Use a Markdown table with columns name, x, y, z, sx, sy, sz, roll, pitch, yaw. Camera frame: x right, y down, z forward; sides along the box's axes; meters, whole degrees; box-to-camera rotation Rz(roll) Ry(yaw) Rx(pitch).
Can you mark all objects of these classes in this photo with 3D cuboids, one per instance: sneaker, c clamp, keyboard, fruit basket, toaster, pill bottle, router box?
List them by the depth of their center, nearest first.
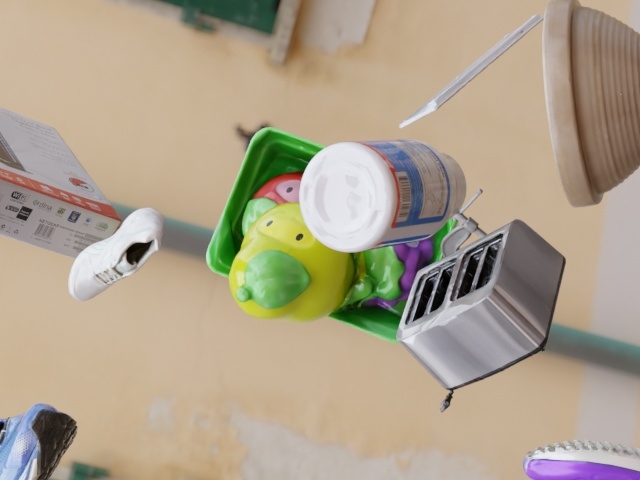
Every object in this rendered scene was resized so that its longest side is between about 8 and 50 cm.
| name | x | y | z | sx | sy | sz | roll | pitch | yaw |
| --- | --- | --- | --- | --- | --- | --- | --- | --- | --- |
| pill bottle | 0.081 | -0.055 | 1.651 | 0.221 | 0.124 | 0.124 | -8 | -61 | -59 |
| sneaker | -0.401 | 0.259 | 1.655 | 0.330 | 0.147 | 0.130 | -36 | 19 | 45 |
| sneaker | -0.248 | 0.024 | 1.716 | 0.152 | 0.053 | 0.061 | -41 | 30 | 17 |
| sneaker | 0.385 | 0.325 | 1.718 | 0.102 | 0.293 | 0.146 | 24 | -106 | -81 |
| toaster | 0.193 | 0.084 | 1.720 | 0.168 | 0.110 | 0.186 | -31 | 25 | 39 |
| keyboard | 0.190 | -0.211 | 1.769 | 0.256 | 0.014 | 0.072 | -41 | 5 | -38 |
| c clamp | 0.231 | 0.020 | 1.943 | 0.137 | 0.160 | 0.022 | -41 | 9 | 47 |
| router box | -0.491 | -0.116 | 2.058 | 0.082 | 0.335 | 0.301 | -57 | 42 | 14 |
| fruit basket | 0.000 | 0.000 | 2.132 | 0.392 | 0.392 | 0.283 | -178 | 110 | -81 |

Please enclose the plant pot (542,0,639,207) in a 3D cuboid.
| name | x | y | z | sx | sy | sz | roll | pitch | yaw |
| --- | --- | --- | --- | --- | --- | --- | --- | --- | --- |
| plant pot | 0.324 | -0.160 | 1.607 | 0.237 | 0.109 | 0.237 | -6 | -90 | -72 |
